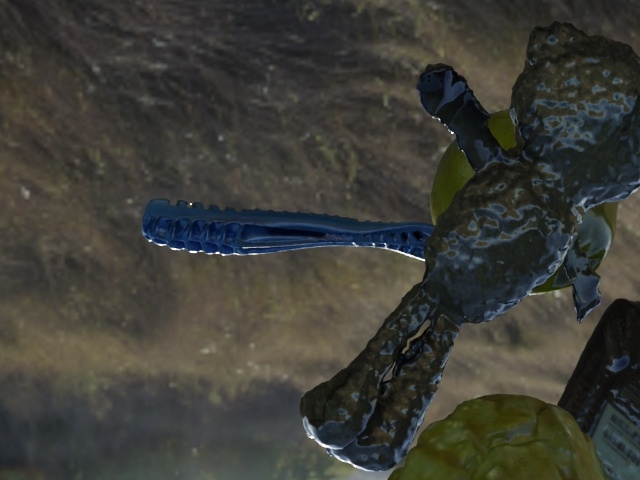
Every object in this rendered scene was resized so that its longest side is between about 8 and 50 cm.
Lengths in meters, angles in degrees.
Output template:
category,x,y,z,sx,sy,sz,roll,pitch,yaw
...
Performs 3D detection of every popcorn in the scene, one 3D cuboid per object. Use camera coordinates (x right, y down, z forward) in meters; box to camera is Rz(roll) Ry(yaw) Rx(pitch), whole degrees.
category,x,y,z,sx,sy,sz,roll,pitch,yaw
popcorn,0.147,0.235,0.990,0.183,0.221,0.204,21,141,45

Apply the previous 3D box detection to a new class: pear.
category,x,y,z,sx,sy,sz,roll,pitch,yaw
pear,0.211,-0.044,1.201,0.198,0.198,0.198,-3,164,-1

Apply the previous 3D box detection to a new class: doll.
category,x,y,z,sx,sy,sz,roll,pitch,yaw
doll,0.108,0.006,0.694,0.202,0.286,0.091,15,179,-23

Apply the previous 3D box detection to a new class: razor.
category,x,y,z,sx,sy,sz,roll,pitch,yaw
razor,0.000,0.000,0.813,0.253,0.042,0.082,6,136,6

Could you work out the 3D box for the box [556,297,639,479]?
category,x,y,z,sx,sy,sz,roll,pitch,yaw
box,0.450,0.293,1.550,0.091,0.350,0.359,5,-155,-35
